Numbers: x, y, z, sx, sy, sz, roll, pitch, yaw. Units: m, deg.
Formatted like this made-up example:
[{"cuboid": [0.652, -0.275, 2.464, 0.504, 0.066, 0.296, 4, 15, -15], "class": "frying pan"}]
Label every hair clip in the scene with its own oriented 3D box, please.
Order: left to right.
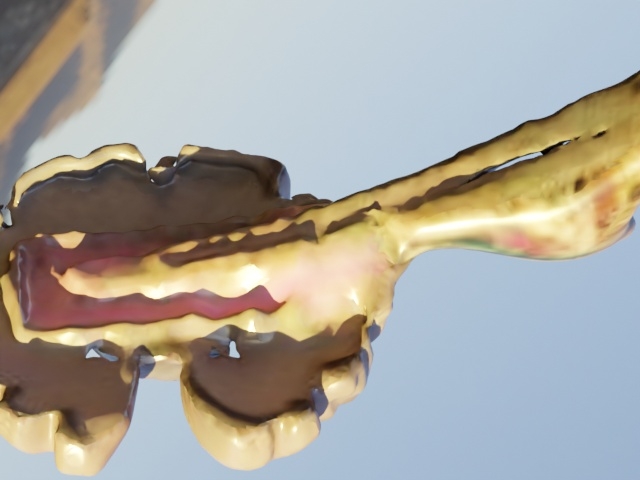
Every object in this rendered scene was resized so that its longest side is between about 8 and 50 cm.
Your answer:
[{"cuboid": [0.004, 0.005, 0.730, 0.300, 0.069, 0.173, -15, -139, 4], "class": "hair clip"}]
